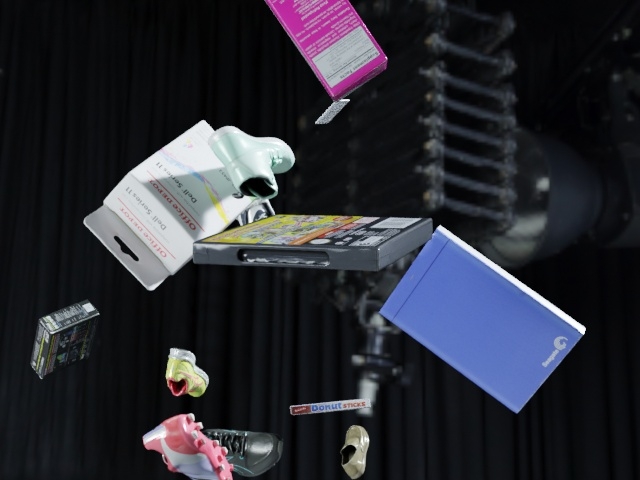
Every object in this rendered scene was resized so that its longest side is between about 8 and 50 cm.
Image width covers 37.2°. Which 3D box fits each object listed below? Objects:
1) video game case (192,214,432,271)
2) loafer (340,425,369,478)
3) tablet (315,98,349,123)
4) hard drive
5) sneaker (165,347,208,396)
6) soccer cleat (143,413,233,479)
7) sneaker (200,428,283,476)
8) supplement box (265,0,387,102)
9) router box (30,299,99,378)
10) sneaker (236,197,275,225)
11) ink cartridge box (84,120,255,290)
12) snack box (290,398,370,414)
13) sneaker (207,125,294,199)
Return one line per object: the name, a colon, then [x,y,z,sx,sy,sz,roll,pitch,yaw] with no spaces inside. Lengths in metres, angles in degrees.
video game case: [0.000,0.000,1.292,0.248,0.035,0.275,2,9,20]
loafer: [0.078,0.485,2.223,0.056,0.148,0.050,-32,-60,22]
tablet: [0.028,-0.302,2.230,0.083,0.006,0.054,-44,-18,33]
hard drive: [0.292,0.147,1.758,0.319,0.210,0.040,36,27,8]
sneaker: [-0.340,0.347,2.348,0.082,0.094,0.208,5,-31,16]
soccer cleat: [-0.225,0.391,1.694,0.095,0.083,0.248,-20,-43,5]
sneaker: [-0.209,0.477,2.153,0.267,0.101,0.106,-14,-36,28]
supplement box: [0.006,-0.351,1.579,0.114,0.220,0.111,-33,1,4]
router box: [-0.421,0.162,1.564,0.092,0.038,0.122,-24,-31,-42]
sneaker: [-0.156,-0.095,2.256,0.094,0.153,0.235,-19,-32,-26]
ink cartridge box: [-0.288,-0.077,1.935,0.207,0.353,0.119,47,-51,-4]
snack box: [0.024,0.377,2.156,0.178,0.022,0.064,-6,-10,3]
sneaker: [-0.118,-0.136,1.951,0.094,0.151,0.256,-38,-23,23]
